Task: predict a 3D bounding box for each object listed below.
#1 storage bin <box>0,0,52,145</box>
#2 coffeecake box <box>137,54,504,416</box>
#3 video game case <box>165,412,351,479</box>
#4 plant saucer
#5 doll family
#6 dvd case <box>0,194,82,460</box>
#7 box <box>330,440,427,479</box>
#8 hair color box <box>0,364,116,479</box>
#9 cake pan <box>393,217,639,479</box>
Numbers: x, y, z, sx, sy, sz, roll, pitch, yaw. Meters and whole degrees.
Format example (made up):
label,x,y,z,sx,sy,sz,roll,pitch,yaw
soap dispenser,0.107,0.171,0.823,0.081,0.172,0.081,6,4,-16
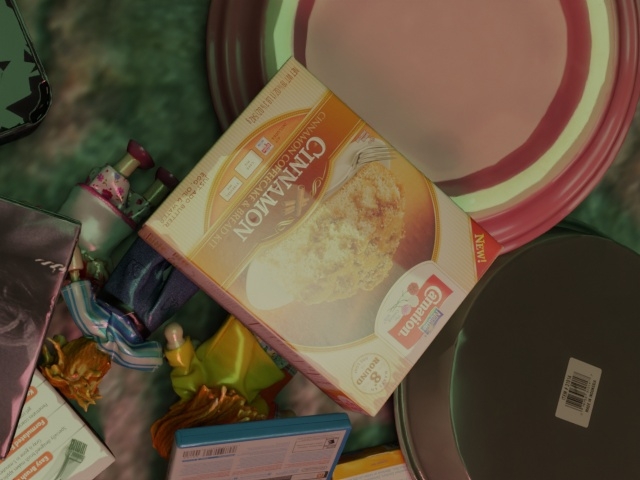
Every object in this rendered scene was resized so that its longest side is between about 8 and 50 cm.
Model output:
label,x,y,z,sx,sy,sz,roll,pitch,yaw
storage bin,-0.265,-0.141,0.649,0.122,0.084,0.180,-24,97,-18
coffeecake box,0.000,0.000,0.643,0.185,0.068,0.142,41,77,-8
video game case,-0.053,0.179,0.702,0.119,0.166,0.015,-3,47,-20
plant saucer,0.081,-0.139,0.723,0.332,0.084,0.332,-1,98,-4
doll family,-0.103,0.058,0.688,0.263,0.118,0.163,43,78,-15
dvd case,-0.278,0.030,0.610,0.221,0.018,0.164,19,100,-8
box,0.050,0.234,0.793,0.081,0.028,0.136,-9,95,-20
hair color box,-0.231,0.116,0.679,0.093,0.053,0.167,-40,101,-14
cake pan,0.200,0.122,0.816,0.293,0.054,0.293,1,86,-23
